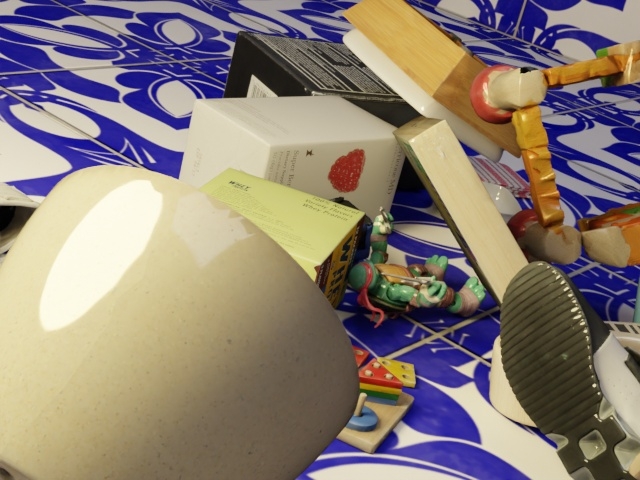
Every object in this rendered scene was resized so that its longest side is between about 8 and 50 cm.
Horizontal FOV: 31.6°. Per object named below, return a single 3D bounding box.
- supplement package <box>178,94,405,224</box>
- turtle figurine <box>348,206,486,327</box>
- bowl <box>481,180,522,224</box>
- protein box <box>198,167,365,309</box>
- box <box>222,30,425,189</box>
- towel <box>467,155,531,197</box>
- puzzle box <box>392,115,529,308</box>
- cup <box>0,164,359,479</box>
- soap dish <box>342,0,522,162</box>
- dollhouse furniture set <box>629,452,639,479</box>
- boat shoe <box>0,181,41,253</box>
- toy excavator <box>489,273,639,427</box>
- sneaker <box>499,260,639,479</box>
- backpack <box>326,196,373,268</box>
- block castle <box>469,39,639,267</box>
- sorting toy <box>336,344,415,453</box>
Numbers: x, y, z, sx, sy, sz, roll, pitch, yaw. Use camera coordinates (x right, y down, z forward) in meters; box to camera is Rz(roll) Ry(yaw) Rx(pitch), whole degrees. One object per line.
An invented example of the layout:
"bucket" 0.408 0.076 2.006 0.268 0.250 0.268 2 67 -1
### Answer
"supplement package" -0.039 -0.104 1.683 0.293 0.177 0.175 -9 32 -44
"turtle figurine" 0.110 0.045 1.510 0.234 0.118 0.175 15 34 -48
"bowl" 0.264 -0.057 1.924 0.142 0.053 0.142 10 22 -11
"protein box" -0.075 0.024 1.417 0.200 0.136 0.201 19 23 11
"box" 0.023 -0.228 2.000 0.294 0.182 0.296 -1 29 -31
"towel" 0.296 -0.125 2.140 0.197 0.029 0.144 9 23 -20
"puzzle box" 0.191 -0.034 1.480 0.052 0.272 0.409 -30 6 4
"cup" -0.169 0.139 0.929 0.331 0.331 0.237 23 50 19
"soap dish" 0.185 -0.262 1.757 0.229 0.118 0.291 27 18 -41
"dollhouse furniture set" 0.570 0.230 1.077 0.362 0.256 0.394 46 26 26
"boat shoe" -0.424 -0.009 1.344 0.088 0.096 0.267 17 14 16
"toy excavator" 0.455 0.131 1.469 0.445 0.222 0.433 4 22 11
"sneaker" 0.309 0.175 1.233 0.146 0.122 0.330 -1 61 -46
"backpack" 0.000 0.000 1.564 0.120 0.101 0.098 -4 21 -29
"block castle" 0.461 -0.142 1.579 0.453 0.303 0.213 -14 5 -5
"sorting toy" 0.032 0.164 1.275 0.132 0.046 0.274 23 23 17
